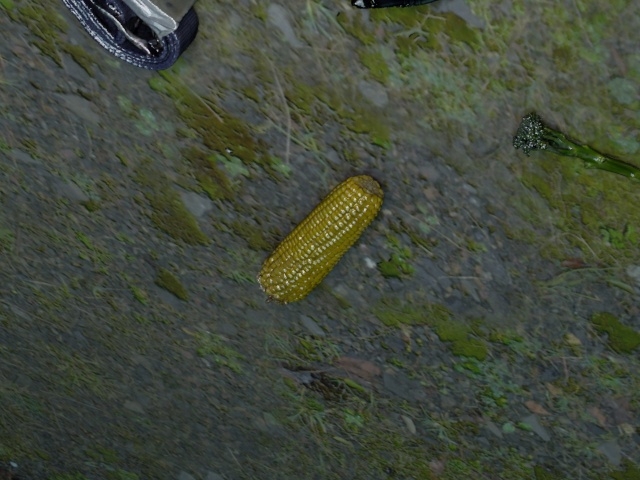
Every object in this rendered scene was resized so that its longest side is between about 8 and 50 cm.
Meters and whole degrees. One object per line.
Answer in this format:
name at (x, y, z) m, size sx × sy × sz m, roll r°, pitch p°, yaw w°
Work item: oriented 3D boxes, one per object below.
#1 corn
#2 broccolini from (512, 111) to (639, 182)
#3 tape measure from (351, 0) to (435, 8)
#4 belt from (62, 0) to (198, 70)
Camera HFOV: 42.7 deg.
corn at (0.000, 0.000, 1.458) m, size 0.106 × 0.106 × 0.305 m, roll 36°, pitch 121°, yaw -12°
broccolini at (0.410, -0.137, 1.284) m, size 0.216 × 0.067 × 0.058 m, roll 21°, pitch 165°, yaw -2°
tape measure at (0.124, -0.418, 1.123) m, size 0.186 × 0.112 × 0.199 m, roll -3°, pitch 125°, yaw 13°
belt at (-0.299, -0.365, 1.251) m, size 0.230 × 0.126 × 0.139 m, roll 42°, pitch 125°, yaw -15°
